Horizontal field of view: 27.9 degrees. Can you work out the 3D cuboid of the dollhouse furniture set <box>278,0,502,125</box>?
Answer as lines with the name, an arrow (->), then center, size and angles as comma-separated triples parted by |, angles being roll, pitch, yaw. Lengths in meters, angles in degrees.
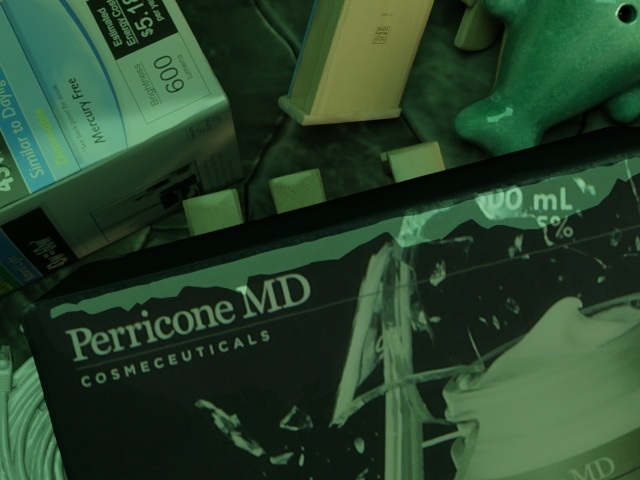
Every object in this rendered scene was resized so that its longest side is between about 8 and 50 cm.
dollhouse furniture set -> 0.008, -0.292, 1.400 | 0.286, 0.198, 0.303 | -9, 40, -40

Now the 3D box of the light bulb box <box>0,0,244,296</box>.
light bulb box -> -0.317, -0.164, 1.296 | 0.361, 0.225, 0.358 | -27, 75, -7

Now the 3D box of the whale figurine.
whale figurine -> 0.255, -0.190, 1.317 | 0.216, 0.141, 0.272 | 39, 89, -14

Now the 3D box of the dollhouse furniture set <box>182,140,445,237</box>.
dollhouse furniture set -> 0.000, 0.000, 1.221 | 0.259, 0.262, 0.135 | -14, 93, -3

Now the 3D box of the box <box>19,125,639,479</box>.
box -> 0.087, 0.196, 0.971 | 0.479, 0.297, 0.472 | -15, 94, -1

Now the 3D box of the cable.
cable -> -0.198, 0.214, 1.254 | 0.257, 0.089, 0.257 | 6, 75, 3
